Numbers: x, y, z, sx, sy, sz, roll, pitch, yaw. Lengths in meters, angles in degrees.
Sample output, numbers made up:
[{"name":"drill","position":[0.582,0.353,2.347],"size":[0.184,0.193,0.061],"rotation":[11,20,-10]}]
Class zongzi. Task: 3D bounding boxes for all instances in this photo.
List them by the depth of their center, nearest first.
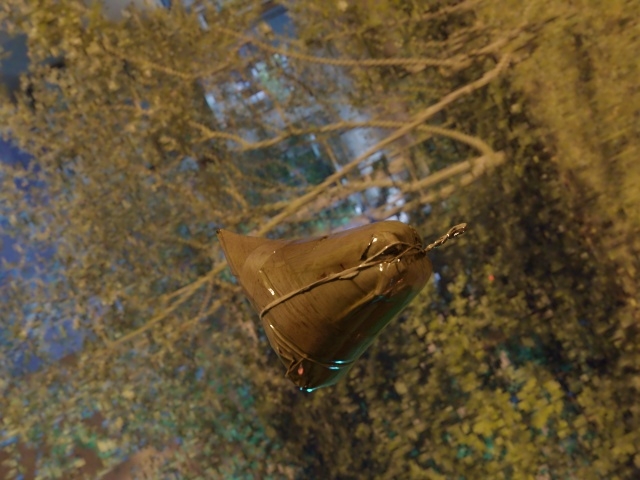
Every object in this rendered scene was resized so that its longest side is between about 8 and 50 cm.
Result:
[{"name":"zongzi","position":[0.000,0.000,0.757],"size":[0.081,0.189,0.178],"rotation":[-6,-127,-48]}]
